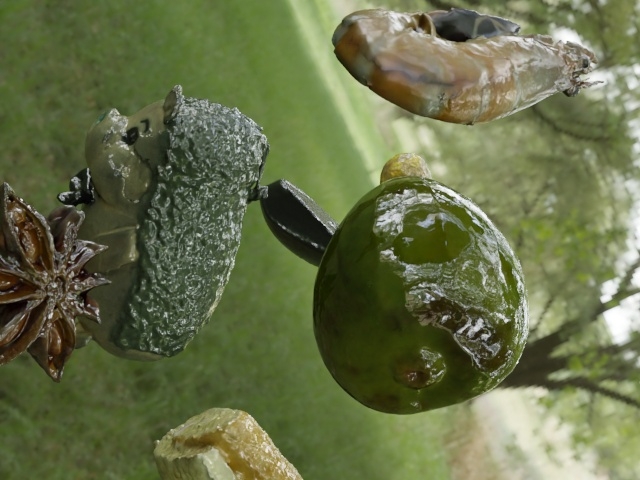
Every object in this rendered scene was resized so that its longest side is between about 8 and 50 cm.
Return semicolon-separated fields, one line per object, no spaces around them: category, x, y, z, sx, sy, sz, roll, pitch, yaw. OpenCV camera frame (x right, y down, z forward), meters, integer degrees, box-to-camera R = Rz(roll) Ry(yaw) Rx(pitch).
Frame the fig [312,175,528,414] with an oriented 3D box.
fig;0.091;0.042;1.143;0.225;0.202;0.203;-92;159;-45

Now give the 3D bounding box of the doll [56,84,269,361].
doll;-0.208;-0.025;1.514;0.247;0.350;0.247;26;22;-11

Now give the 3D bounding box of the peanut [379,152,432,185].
peanut;0.137;-0.037;1.863;0.087;0.087;0.207;-103;-173;-62

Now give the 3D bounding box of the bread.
bread;-0.096;0.435;1.863;0.375;0.165;0.236;55;-27;-10

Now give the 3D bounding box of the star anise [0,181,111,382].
star anise;-0.336;0.052;1.337;0.214;0.220;0.099;23;6;-39

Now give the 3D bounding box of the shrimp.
shrimp;0.123;-0.151;0.998;0.287;0.063;0.152;-12;41;-46

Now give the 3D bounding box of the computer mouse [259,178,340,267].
computer mouse;-0.004;0.004;2.039;0.295;0.087;0.168;44;6;34
